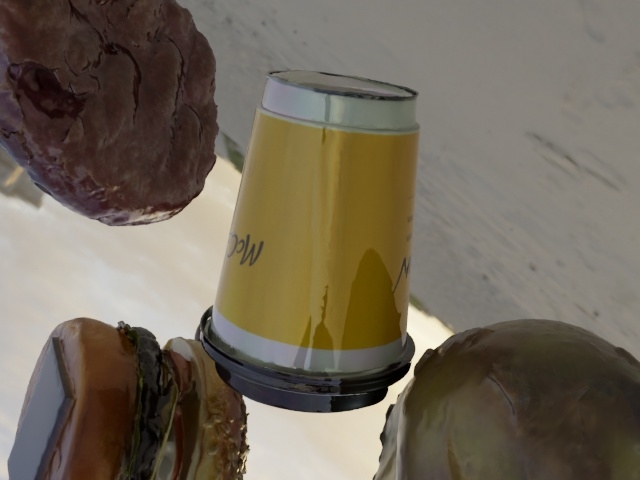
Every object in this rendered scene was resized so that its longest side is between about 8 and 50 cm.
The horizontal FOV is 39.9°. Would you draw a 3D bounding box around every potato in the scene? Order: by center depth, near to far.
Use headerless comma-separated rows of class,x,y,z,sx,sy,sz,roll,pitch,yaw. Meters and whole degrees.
potato,0.171,0.165,0.685,0.289,0.301,0.237,17,145,17

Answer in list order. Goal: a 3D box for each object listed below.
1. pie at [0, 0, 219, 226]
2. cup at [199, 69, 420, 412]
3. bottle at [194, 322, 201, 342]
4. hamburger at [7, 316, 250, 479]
pie,-0.094,-0.078,0.386,0.154,0.036,0.154,36,-133,-53
cup,0.000,0.000,0.768,0.196,0.279,0.196,7,-163,-2
bottle,-0.080,0.124,1.061,0.140,0.053,0.053,2,-179,11
hamburger,-0.202,0.222,0.952,0.225,0.291,0.291,16,-163,-25
